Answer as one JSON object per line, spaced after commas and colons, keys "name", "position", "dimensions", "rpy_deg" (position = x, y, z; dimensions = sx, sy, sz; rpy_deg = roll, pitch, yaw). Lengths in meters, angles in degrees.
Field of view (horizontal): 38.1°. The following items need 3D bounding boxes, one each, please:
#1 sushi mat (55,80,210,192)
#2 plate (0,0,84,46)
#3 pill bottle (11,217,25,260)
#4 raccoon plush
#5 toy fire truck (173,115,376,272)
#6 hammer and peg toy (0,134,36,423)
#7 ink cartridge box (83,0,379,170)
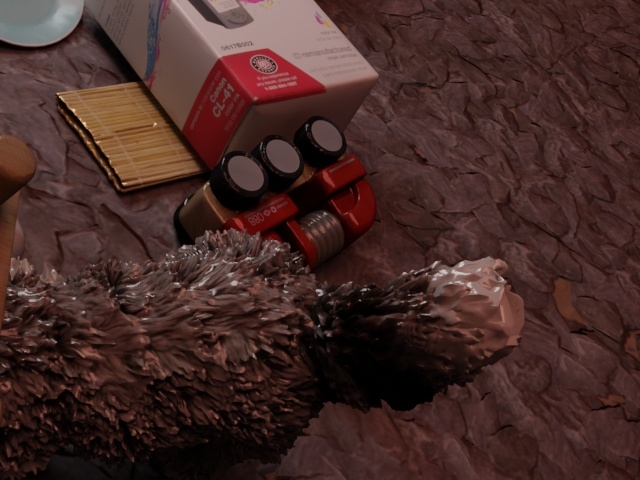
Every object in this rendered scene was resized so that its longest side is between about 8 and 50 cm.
{"name": "sushi mat", "position": [-0.150, -0.145, 1.136], "dimensions": [0.317, 0.019, 0.151], "rpy_deg": [-19, 62, -43]}
{"name": "plate", "position": [-0.371, -0.317, 1.111], "dimensions": [0.188, 0.024, 0.188], "rpy_deg": [16, 66, -39]}
{"name": "pill bottle", "position": [-0.332, -0.019, 0.836], "dimensions": [0.108, 0.108, 0.193], "rpy_deg": [-7, 56, -37]}
{"name": "raccoon plush", "position": [-0.121, 0.058, 0.687], "dimensions": [0.299, 0.446, 0.216], "rpy_deg": [6, 61, -46]}
{"name": "toy fire truck", "position": [0.000, 0.000, 1.019], "dimensions": [0.217, 0.158, 0.246], "rpy_deg": [-31, 84, -46]}
{"name": "hammer and peg toy", "position": [-0.332, -0.021, 0.496], "dimensions": [0.361, 0.127, 0.265], "rpy_deg": [31, 40, -38]}
{"name": "ink cartridge box", "position": [-0.112, -0.250, 1.146], "dimensions": [0.226, 0.131, 0.306], "rpy_deg": [-21, 67, -44]}
